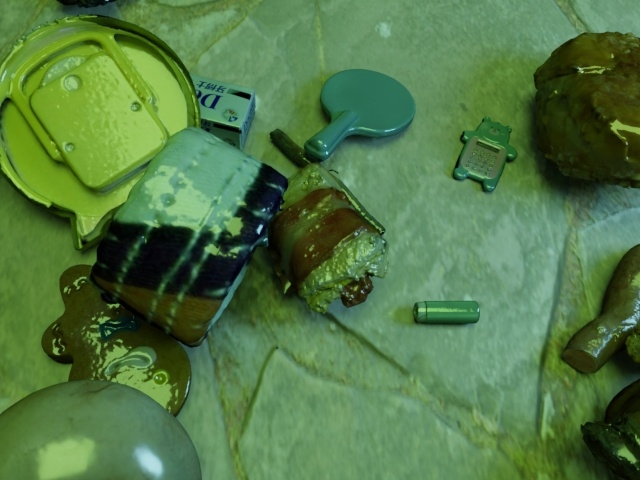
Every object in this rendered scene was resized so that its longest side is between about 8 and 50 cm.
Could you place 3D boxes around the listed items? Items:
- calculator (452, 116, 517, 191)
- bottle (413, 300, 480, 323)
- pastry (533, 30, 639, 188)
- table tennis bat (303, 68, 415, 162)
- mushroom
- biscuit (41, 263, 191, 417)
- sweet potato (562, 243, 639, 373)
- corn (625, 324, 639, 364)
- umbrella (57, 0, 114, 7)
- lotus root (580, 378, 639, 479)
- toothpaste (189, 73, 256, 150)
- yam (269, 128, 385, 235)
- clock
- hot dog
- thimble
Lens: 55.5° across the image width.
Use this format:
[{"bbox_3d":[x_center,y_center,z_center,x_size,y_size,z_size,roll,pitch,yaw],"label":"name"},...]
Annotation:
[{"bbox_3d":[0.261,-0.139,0.958,0.094,0.019,0.141,24,60,10],"label":"calculator"},{"bbox_3d":[0.166,0.094,0.803,0.083,0.030,0.030,1,60,-6],"label":"bottle"},{"bbox_3d":[0.456,-0.187,0.928,0.255,0.162,0.311,6,49,8],"label":"pastry"},{"bbox_3d":[0.054,-0.197,0.943,0.153,0.040,0.244,32,52,12],"label":"table tennis bat"},{"bbox_3d":[-0.230,0.247,0.594,0.226,0.178,0.227,-1,93,-13],"label":"mushroom"},{"bbox_3d":[-0.237,0.122,0.735,0.179,0.039,0.236,-15,65,-17],"label":"biscuit"},{"bbox_3d":[0.427,0.070,0.834,0.067,0.059,0.281,42,65,6],"label":"sweet potato"},{"bbox_3d":[0.475,0.130,0.781,0.207,0.068,0.068,-1,59,-26],"label":"corn"},{"bbox_3d":[-0.344,-0.527,1.049,0.154,0.128,0.337,23,57,9],"label":"umbrella"},{"bbox_3d":[0.490,0.216,0.682,0.397,0.196,0.179,-4,55,-7],"label":"lotus root"},{"bbox_3d":[-0.269,-0.219,0.910,0.336,0.067,0.081,13,62,1],"label":"toothpaste"},{"bbox_3d":[0.011,-0.089,0.893,0.234,0.027,0.029,44,34,16],"label":"yam"},{"bbox_3d":[-0.300,-0.158,0.830,0.277,0.071,0.294,-28,87,-8],"label":"clock"},{"bbox_3d":[0.000,0.000,0.802,0.146,0.103,0.213,-30,54,1],"label":"hot dog"},{"bbox_3d":[-0.142,-0.005,0.699,0.150,0.237,0.237,31,60,-5],"label":"thimble"}]
